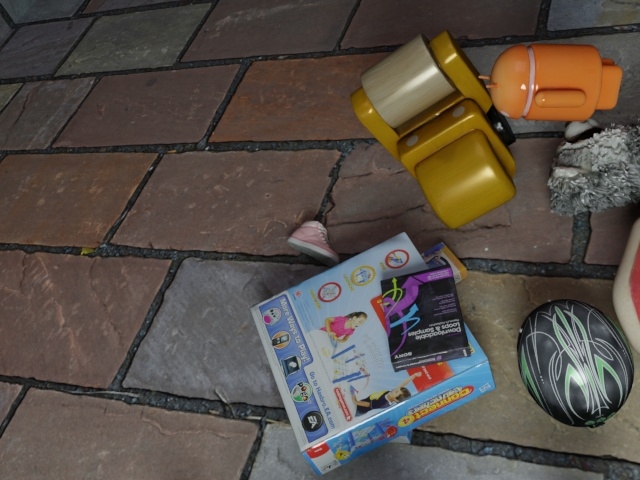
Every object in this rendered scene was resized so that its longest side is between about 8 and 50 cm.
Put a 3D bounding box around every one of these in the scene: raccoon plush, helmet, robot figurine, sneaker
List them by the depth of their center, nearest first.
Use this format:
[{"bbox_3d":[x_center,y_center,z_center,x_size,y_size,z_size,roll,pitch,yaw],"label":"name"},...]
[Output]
[{"bbox_3d":[0.359,0.171,1.032,0.169,0.161,0.169,-12,46,13],"label":"helmet"},{"bbox_3d":[0.569,-0.073,1.147,0.299,0.216,0.446,-36,46,0],"label":"raccoon plush"},{"bbox_3d":[0.379,-0.262,1.209,0.219,0.128,0.158,2,67,2],"label":"robot figurine"},{"bbox_3d":[0.000,0.000,1.420,0.134,0.051,0.070,24,68,42],"label":"sneaker"}]

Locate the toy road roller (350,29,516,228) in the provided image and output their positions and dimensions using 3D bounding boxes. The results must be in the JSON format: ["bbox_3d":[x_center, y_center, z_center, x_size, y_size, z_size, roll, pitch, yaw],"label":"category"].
[{"bbox_3d":[0.223,-0.177,1.289,0.202,0.329,0.240,-31,41,22],"label":"toy road roller"}]

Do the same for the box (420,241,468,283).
[{"bbox_3d":[0.184,0.066,1.298,0.136,0.028,0.081,-29,45,-6],"label":"box"}]

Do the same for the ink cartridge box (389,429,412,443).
[{"bbox_3d":[0.121,0.272,1.138,0.048,0.028,0.083,-2,50,21],"label":"ink cartridge box"}]

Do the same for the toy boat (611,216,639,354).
[{"bbox_3d":[0.524,0.065,1.050,0.151,0.151,0.231,-4,47,46],"label":"toy boat"}]

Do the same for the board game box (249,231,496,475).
[{"bbox_3d":[0.071,0.169,1.172,0.302,0.086,0.308,-26,44,0],"label":"board game box"}]

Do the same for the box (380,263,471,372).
[{"bbox_3d":[0.156,0.115,1.101,0.116,0.029,0.162,-15,46,11],"label":"box"}]
